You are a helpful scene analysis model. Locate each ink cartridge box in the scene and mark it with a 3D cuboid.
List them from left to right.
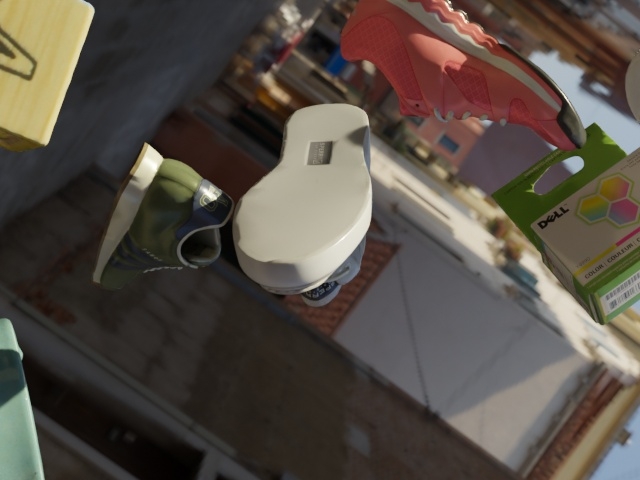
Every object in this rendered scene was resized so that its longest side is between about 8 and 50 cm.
[{"bbox_3d":[0.350,-0.049,1.385,0.188,0.255,0.097,-36,144,0],"label":"ink cartridge box"}]

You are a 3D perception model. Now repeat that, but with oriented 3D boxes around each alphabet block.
[{"bbox_3d":[-0.434,-0.242,1.417,0.192,0.193,0.197,4,-106,65],"label":"alphabet block"}]

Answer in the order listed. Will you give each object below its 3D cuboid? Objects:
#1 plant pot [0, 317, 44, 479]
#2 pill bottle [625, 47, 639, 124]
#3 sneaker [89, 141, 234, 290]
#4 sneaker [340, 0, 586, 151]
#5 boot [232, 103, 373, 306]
[{"bbox_3d":[-0.385,0.179,0.958,0.255,0.272,0.271,-12,172,-18],"label":"plant pot"},{"bbox_3d":[0.315,-0.153,0.811,0.180,0.108,0.108,-47,-178,-31],"label":"pill bottle"},{"bbox_3d":[-0.121,0.002,0.832,0.192,0.086,0.064,126,-13,-58],"label":"sneaker"},{"bbox_3d":[0.159,-0.182,1.251,0.136,0.313,0.116,-54,176,12],"label":"sneaker"},{"bbox_3d":[0.000,0.000,0.801,0.258,0.095,0.123,-70,158,-60],"label":"boot"}]
